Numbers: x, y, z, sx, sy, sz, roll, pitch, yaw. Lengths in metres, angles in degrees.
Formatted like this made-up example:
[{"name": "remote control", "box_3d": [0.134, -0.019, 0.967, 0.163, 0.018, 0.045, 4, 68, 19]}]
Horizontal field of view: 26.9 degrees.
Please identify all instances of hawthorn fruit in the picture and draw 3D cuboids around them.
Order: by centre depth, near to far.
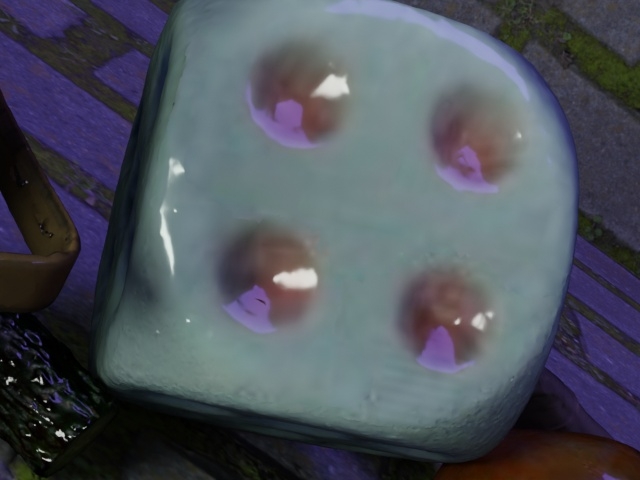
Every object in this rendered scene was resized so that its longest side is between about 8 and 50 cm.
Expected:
[{"name": "hawthorn fruit", "box_3d": [0.148, 0.219, 0.941, 0.199, 0.199, 0.251, 30, -1, -23]}]

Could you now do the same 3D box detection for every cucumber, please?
[{"name": "cucumber", "box_3d": [-0.245, 0.029, 0.834, 0.293, 0.068, 0.067, 41, 17, 16]}]

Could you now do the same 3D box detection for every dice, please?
[{"name": "dice", "box_3d": [0.000, 0.000, 0.894, 0.268, 0.263, 0.264, 12, -11, -14]}]

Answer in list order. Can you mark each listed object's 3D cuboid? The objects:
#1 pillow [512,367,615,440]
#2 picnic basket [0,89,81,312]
[{"name": "pillow", "box_3d": [0.121, 0.134, 1.086, 0.270, 0.067, 0.173, 9, -40, 53]}, {"name": "picnic basket", "box_3d": [-0.285, -0.073, 0.619, 0.321, 0.291, 0.254, 11, 30, -40]}]
